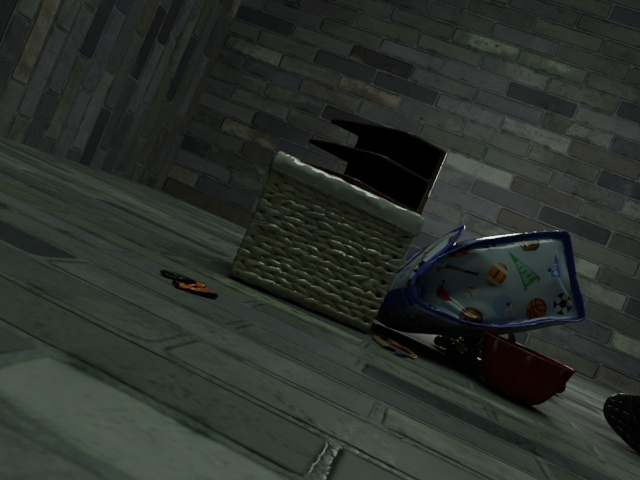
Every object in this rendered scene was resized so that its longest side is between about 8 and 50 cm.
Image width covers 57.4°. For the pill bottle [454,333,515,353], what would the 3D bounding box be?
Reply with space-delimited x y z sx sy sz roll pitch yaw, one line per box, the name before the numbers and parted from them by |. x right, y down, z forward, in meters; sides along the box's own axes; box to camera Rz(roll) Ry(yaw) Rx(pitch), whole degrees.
pill bottle | 0.483 0.280 1.723 0.219 0.123 0.123 23 1 -44

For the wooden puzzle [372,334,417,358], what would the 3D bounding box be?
wooden puzzle | 0.139 0.197 1.099 0.078 0.014 0.116 23 1 -23

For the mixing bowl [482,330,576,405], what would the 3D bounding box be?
mixing bowl | 0.388 0.258 1.139 0.181 0.098 0.181 23 1 0

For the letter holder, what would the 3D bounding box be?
letter holder | 0.083 -0.187 1.302 0.214 0.152 0.302 21 3 -36

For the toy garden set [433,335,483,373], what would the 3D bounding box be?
toy garden set | 0.412 0.292 1.430 0.244 0.049 0.204 23 1 -21

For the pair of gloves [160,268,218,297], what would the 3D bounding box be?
pair of gloves | -0.189 0.062 0.844 0.074 0.010 0.083 22 0 -39

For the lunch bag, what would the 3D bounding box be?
lunch bag | 0.320 0.104 1.324 0.385 0.239 0.328 -6 -10 -14

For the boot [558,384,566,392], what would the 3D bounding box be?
boot | 0.593 0.359 1.498 0.137 0.077 0.198 28 1 -6

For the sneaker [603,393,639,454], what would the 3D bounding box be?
sneaker | 0.679 0.397 1.132 0.283 0.107 0.124 27 -13 17

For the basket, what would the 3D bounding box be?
basket | 0.000 0.000 1.274 0.331 0.266 0.328 22 1 -7

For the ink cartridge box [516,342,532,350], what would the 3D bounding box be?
ink cartridge box | 0.608 0.360 2.073 0.330 0.071 0.324 25 1 -5
